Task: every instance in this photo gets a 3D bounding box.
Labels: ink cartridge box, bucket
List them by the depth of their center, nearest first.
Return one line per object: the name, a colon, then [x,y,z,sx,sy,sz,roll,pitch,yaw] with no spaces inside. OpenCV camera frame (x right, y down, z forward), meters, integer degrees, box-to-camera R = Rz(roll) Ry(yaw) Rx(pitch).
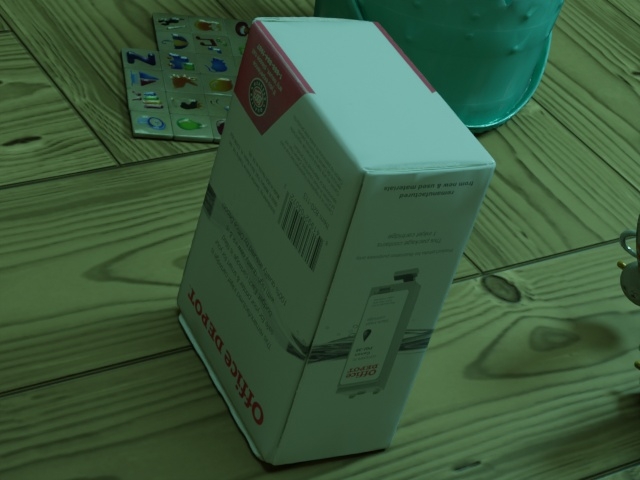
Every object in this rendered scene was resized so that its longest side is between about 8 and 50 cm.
ink cartridge box: [0.000,0.000,1.263,0.117,0.283,0.207,-4,39,-29]
bucket: [0.121,-0.249,1.725,0.281,0.183,0.281,9,36,-6]

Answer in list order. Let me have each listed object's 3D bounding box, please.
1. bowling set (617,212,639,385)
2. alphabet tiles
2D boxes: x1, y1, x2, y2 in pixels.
bowling set: [0.335,0.116,1.369,0.287,0.154,0.200,33,58,22]
alphabet tiles: [-0.106,-0.169,1.689,0.198,0.009,0.237,3,37,-14]
